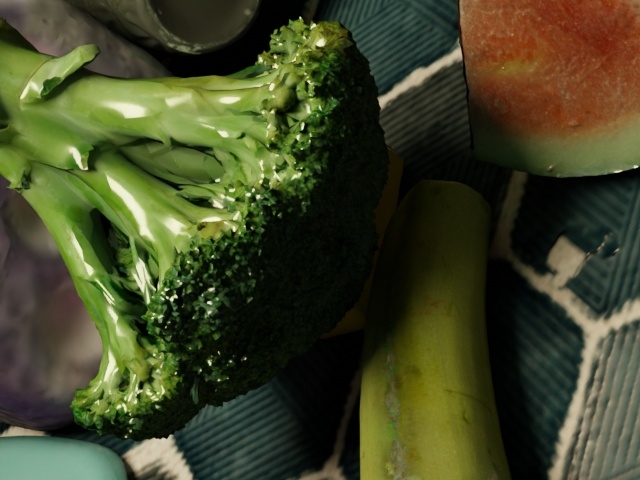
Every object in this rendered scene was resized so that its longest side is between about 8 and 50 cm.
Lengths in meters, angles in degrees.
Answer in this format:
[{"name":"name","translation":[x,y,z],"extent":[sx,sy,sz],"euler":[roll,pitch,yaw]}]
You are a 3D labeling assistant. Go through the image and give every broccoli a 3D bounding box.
[{"name":"broccoli","translation":[-0.087,-0.037,0.978],"extent":[0.269,0.269,0.254],"euler":[-40,20,23]}]

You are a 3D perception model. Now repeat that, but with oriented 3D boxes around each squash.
[{"name":"squash","translation":[0.064,0.081,0.959],"extent":[0.083,0.083,0.250],"euler":[-30,41,33]}]

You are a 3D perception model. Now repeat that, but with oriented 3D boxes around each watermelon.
[{"name":"watermelon","translation":[0.145,-0.140,0.974],"extent":[0.207,0.202,0.136],"euler":[-36,2,24]}]

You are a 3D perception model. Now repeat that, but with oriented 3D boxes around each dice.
[{"name":"dice","translation":[-0.262,-0.033,1.254],"extent":[0.270,0.270,0.271],"euler":[6,68,51]}]

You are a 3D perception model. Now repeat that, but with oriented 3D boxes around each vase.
[{"name":"vase","translation":[-0.143,-0.206,1.327],"extent":[0.251,0.156,0.301],"euler":[-29,21,-21]}]

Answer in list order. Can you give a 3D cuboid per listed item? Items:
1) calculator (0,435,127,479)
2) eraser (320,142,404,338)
[{"name":"calculator","translation":[-0.272,0.261,1.237],"extent":[0.386,0.054,0.256],"euler":[-13,55,40]},{"name":"eraser","translation":[0.000,0.000,1.117],"extent":[0.097,0.045,0.122],"euler":[-17,51,43]}]
